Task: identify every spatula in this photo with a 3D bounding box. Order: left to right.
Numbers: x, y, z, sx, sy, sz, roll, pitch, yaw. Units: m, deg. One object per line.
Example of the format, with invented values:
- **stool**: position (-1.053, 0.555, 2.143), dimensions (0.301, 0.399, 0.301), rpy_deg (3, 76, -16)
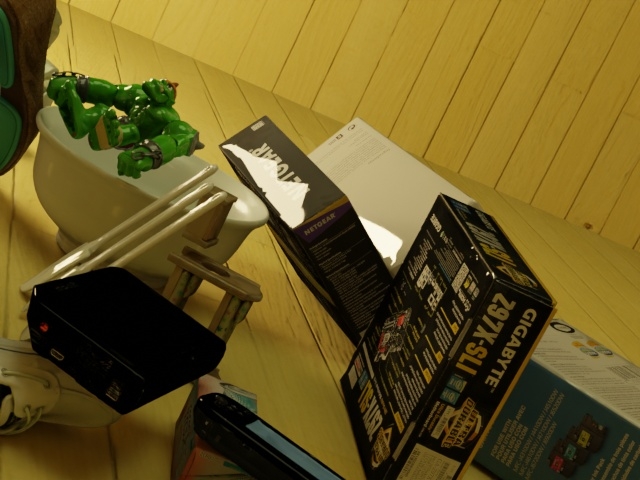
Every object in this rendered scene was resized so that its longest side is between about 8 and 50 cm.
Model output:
- **spatula**: position (-0.195, 0.008, 1.530), dimensions (0.019, 0.242, 0.168), rpy_deg (58, 1, -16)

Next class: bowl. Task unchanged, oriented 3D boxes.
- **bowl**: position (-0.219, -0.034, 1.817), dimensions (0.298, 0.134, 0.298), rpy_deg (24, 12, -6)

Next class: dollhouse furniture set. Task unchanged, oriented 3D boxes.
- **dollhouse furniture set**: position (-0.121, 0.055, 1.538), dimensions (0.101, 0.181, 0.161), rpy_deg (28, 12, 7)

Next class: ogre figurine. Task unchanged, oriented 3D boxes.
- **ogre figurine**: position (-0.214, -0.133, 1.728), dimensions (0.118, 0.096, 0.197), rpy_deg (-9, 17, -38)

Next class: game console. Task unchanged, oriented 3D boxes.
- **game console**: position (-0.079, 0.142, 1.304), dimensions (0.361, 0.044, 0.213), rpy_deg (35, 12, 8)

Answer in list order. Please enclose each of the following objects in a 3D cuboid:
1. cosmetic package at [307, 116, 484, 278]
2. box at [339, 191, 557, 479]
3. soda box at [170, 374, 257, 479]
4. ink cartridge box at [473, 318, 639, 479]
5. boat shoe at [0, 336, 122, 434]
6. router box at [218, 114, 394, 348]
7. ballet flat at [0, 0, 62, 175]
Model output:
- **cosmetic package**: position (0.117, -0.011, 2.161), dimensions (0.197, 0.155, 0.365), rpy_deg (55, -6, -31)
- **box**: position (0.123, 0.111, 1.626), dimensions (0.079, 0.257, 0.322), rpy_deg (23, 12, -11)
- **soda box**: position (-0.093, 0.182, 1.372), dimensions (0.063, 0.058, 0.183), rpy_deg (24, 14, -10)
- **ink cartridge box**: position (0.302, 0.213, 1.806), dimensions (0.395, 0.151, 0.270), rpy_deg (35, 15, 29)
- **boat shoe**: position (-0.261, 0.125, 1.270), dimensions (0.226, 0.083, 0.075), rpy_deg (20, 41, -27)
- **router box**: position (0.000, 0.000, 1.961), dimensions (0.243, 0.081, 0.309), rpy_deg (59, -6, -30)
- **ballet flat**: position (-0.355, -0.205, 1.807), dimensions (0.116, 0.342, 0.124), rpy_deg (37, 55, 13)
